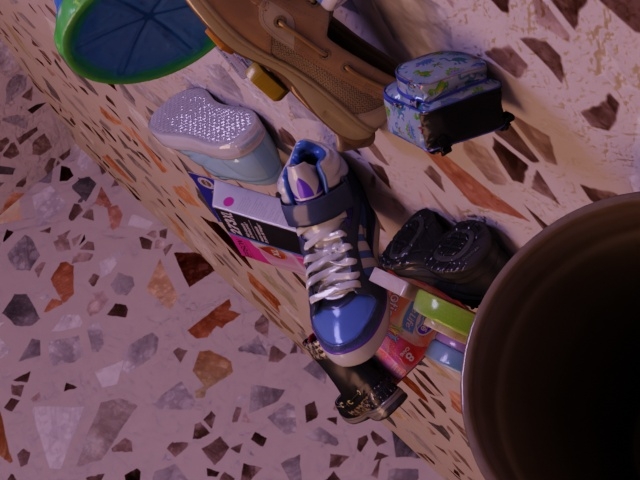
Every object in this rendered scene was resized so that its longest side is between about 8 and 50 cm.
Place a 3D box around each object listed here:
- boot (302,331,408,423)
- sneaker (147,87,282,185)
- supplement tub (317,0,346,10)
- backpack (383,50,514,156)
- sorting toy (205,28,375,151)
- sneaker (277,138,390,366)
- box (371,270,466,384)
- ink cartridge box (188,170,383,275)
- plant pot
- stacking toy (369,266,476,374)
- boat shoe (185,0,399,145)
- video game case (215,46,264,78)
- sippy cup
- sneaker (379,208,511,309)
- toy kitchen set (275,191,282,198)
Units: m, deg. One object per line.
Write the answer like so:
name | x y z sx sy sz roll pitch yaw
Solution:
boot | 0.041 0.220 1.980 0.178 0.085 0.236 49 162 -5
sneaker | -0.193 -0.171 2.128 0.366 0.135 0.150 31 157 55
supplement tub | -0.003 -0.296 1.200 0.107 0.071 0.071 46 168 -1
backpack | 0.120 -0.146 1.194 0.114 0.105 0.084 29 136 58
sorting toy | -0.029 -0.205 1.426 0.229 0.041 0.307 48 -166 4
sneaker | 0.000 0.000 1.721 0.236 0.130 0.322 52 -151 -41
box | 0.130 0.149 2.002 0.142 0.154 0.300 45 167 8
ink cartridge box | -0.072 -0.013 2.117 0.371 0.069 0.175 19 156 26
plant pot | 0.331 0.156 1.059 0.323 0.323 0.280 37 -179 40
stacking toy | 0.201 0.165 1.626 0.280 0.130 0.309 24 180 -25
boat shoe | -0.035 -0.246 1.281 0.341 0.110 0.121 38 -155 -30
video game case | -0.153 -0.331 1.728 0.201 0.023 0.183 50 168 -11
sippy cup | -0.247 -0.354 1.474 0.305 0.240 0.224 105 143 -63
sneaker | 0.178 0.038 1.606 0.130 0.109 0.286 42 174 -20
toy kitchen set | -0.067 -0.072 2.186 0.075 0.083 0.068 81 -175 -70
